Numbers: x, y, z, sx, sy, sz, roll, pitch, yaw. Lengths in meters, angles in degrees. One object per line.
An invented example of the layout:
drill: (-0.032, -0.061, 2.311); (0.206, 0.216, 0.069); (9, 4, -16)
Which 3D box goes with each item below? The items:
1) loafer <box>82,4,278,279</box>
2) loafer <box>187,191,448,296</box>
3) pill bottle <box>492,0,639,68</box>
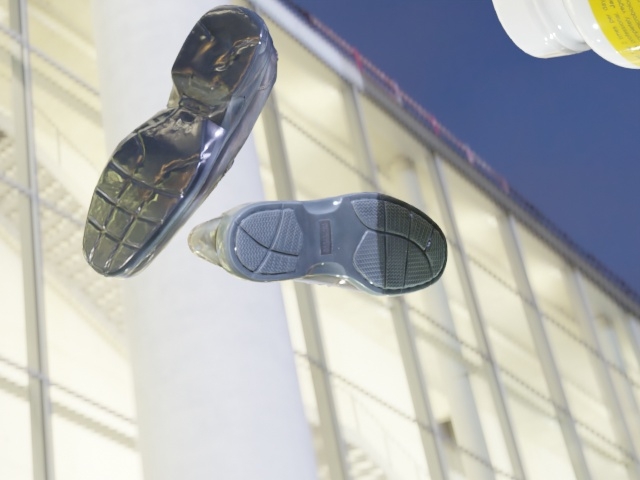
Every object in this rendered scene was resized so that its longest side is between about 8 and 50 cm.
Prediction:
loafer: (-0.072, -0.048, 0.839); (0.170, 0.062, 0.061); (-57, -27, -5)
loafer: (0.000, 0.000, 1.374); (0.267, 0.096, 0.084); (5, -2, -39)
pill bottle: (0.307, -0.239, 1.171); (0.334, 0.188, 0.188); (-5, -27, 41)
